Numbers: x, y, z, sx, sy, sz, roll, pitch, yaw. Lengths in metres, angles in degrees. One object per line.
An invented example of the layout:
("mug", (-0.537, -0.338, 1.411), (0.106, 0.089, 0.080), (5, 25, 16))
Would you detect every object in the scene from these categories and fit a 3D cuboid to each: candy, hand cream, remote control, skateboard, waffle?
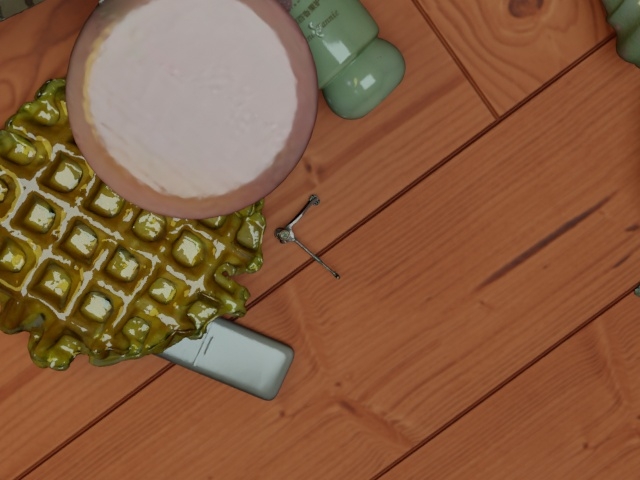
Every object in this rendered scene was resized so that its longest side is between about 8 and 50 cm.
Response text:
("candy", (-0.127, -0.149, 1.380), (0.255, 0.094, 0.255), (0, 99, -3))
("hand cream", (-0.039, -0.257, 1.453), (0.147, 0.093, 0.306), (-43, 95, 6))
("remote control", (-0.156, 0.097, 1.545), (0.261, 0.029, 0.067), (24, 92, -13))
("skateboard", (0.000, 0.000, 1.541), (0.083, 0.032, 0.064), (44, 85, -11))
("waffle", (-0.215, -0.024, 1.471), (0.325, 0.068, 0.302), (-13, 97, -9))

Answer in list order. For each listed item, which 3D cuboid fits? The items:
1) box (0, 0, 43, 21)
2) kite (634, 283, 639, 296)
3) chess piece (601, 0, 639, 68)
("box", (-0.340, -0.289, 1.331), (0.297, 0.225, 0.190), (-27, 107, 1))
("kite", (0.507, 0.030, 1.616), (0.314, 0.011, 0.335), (-9, 104, -5))
("chess piece", (0.269, -0.297, 1.466), (0.272, 0.139, 0.139), (33, 97, -1))
